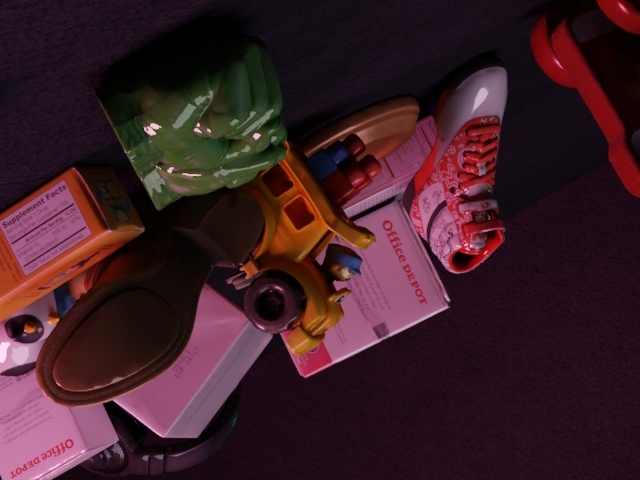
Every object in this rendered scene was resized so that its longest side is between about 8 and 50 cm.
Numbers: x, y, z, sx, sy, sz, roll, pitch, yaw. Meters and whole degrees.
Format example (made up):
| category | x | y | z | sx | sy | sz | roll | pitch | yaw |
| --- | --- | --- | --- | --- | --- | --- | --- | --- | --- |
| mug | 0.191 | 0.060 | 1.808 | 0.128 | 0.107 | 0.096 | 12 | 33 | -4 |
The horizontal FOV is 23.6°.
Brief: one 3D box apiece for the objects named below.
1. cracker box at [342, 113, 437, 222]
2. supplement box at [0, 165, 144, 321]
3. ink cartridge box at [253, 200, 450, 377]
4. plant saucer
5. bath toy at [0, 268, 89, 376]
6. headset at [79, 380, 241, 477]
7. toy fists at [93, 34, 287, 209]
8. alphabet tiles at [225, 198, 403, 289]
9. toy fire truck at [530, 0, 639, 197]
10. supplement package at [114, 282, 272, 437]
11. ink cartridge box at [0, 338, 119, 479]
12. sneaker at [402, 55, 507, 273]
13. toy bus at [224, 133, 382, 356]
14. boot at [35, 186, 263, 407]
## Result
| category | x | y | z | sx | sy | sz | roll | pitch | yaw |
| --- | --- | --- | --- | --- | --- | --- | --- | --- | --- |
| cracker box | 0.056 | -0.074 | 2.007 | 0.232 | 0.067 | 0.156 | -26 | 173 | -3 |
| supplement box | -0.285 | 0.016 | 1.446 | 0.233 | 0.080 | 0.078 | -28 | 173 | 18 |
| ink cartridge box | 0.040 | 0.064 | 2.018 | 0.218 | 0.159 | 0.092 | -26 | 177 | -4 |
| plant saucer | 0.034 | -0.108 | 1.832 | 0.200 | 0.037 | 0.200 | -27 | 171 | -5 |
| bath toy | -0.380 | 0.117 | 1.592 | 0.348 | 0.129 | 0.151 | -23 | 137 | -33 |
| headset | -0.311 | 0.230 | 2.160 | 0.394 | 0.243 | 0.185 | 3 | 137 | -8 |
| toy fists | -0.096 | -0.096 | 1.297 | 0.142 | 0.096 | 0.279 | -28 | 170 | -4 |
| alphabet tiles | 0.000 | 0.000 | 2.221 | 0.278 | 0.021 | 0.284 | -23 | -175 | 42 |
| toy fire truck | 0.399 | -0.198 | 1.688 | 0.302 | 0.254 | 0.169 | -22 | 171 | -30 |
| supplement package | -0.189 | 0.127 | 1.907 | 0.177 | 0.175 | 0.293 | -54 | 173 | -5 |
| ink cartridge box | -0.364 | 0.204 | 1.942 | 0.139 | 0.191 | 0.082 | -30 | 171 | 22 |
| sneaker | 0.189 | -0.082 | 1.849 | 0.090 | 0.145 | 0.270 | -7 | 140 | -28 |
| toy bus | -0.013 | -0.012 | 1.692 | 0.211 | 0.220 | 0.149 | -34 | 174 | 5 |
| boot | -0.201 | 0.045 | 1.515 | 0.283 | 0.109 | 0.220 | -52 | -155 | -20 |
